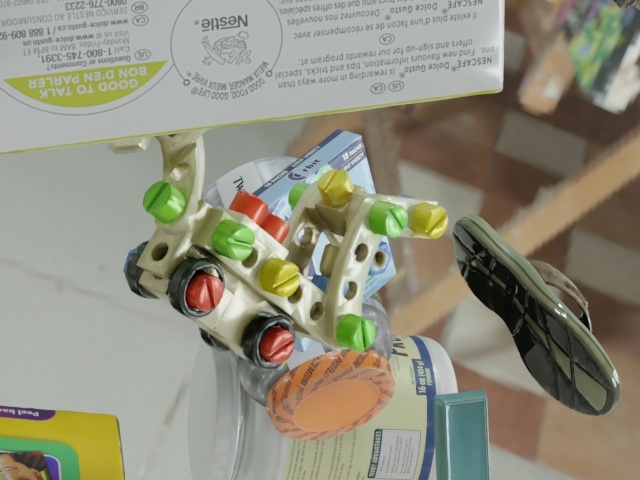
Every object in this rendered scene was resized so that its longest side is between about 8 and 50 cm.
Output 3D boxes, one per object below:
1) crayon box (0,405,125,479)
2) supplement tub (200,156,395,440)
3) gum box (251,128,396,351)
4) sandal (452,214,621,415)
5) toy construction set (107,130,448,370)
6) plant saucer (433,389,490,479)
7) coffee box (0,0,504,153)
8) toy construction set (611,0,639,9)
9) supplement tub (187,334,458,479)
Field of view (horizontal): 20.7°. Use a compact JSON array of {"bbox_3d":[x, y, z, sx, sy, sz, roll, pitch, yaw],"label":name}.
[{"bbox_3d":[-0.327,0.253,1.331,0.363,0.106,0.313,6,32,-15],"label":"crayon box"},{"bbox_3d":[-0.030,0.071,2.119,0.194,0.193,0.316,-1,50,-28],"label":"supplement tub"},{"bbox_3d":[0.000,0.000,1.861,0.041,0.184,0.157,18,45,42],"label":"gum box"},{"bbox_3d":[0.264,0.073,2.062,0.086,0.120,0.302,-19,56,-25],"label":"sandal"},{"bbox_3d":[-0.051,-0.017,1.446,0.328,0.215,0.151,36,-13,-31],"label":"toy construction set"},{"bbox_3d":[0.162,0.265,1.955,0.067,0.192,0.018,-4,4,-24],"label":"plant saucer"},{"bbox_3d":[-0.100,-0.270,1.111,0.338,0.334,0.337,-9,23,-16],"label":"coffee box"},{"bbox_3d":[0.366,-0.279,1.358,0.309,0.257,0.237,21,18,22],"label":"toy construction set"},{"bbox_3d":[0.000,0.237,2.337,0.325,0.235,0.235,4,37,-14],"label":"supplement tub"}]
